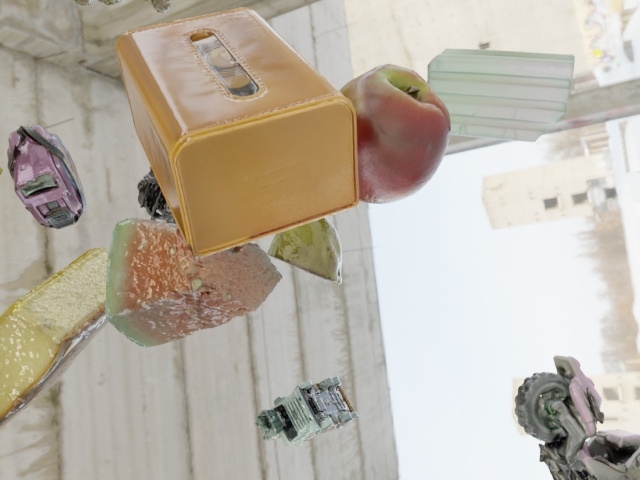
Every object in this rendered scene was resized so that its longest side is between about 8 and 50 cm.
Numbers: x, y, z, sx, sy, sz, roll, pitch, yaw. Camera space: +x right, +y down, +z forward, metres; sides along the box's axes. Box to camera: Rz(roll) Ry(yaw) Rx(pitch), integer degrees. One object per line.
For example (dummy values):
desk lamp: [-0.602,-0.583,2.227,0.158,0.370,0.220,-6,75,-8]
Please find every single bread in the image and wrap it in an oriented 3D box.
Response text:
bread: [-0.532,0.187,1.159,0.143,0.323,0.333,43,-161,-8]

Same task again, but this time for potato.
potato: [0.000,0.000,1.022,0.149,0.081,0.120,24,-95,-20]

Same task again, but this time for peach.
peach: [0.087,-0.140,0.855,0.197,0.197,0.197,29,-124,-57]

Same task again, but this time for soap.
soap: [0.371,-0.309,1.263,0.095,0.289,0.173,-52,-35,-52]

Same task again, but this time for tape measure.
tape measure: [-0.688,-0.158,1.482,0.245,0.149,0.231,87,157,-56]

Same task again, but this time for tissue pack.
tissue pack: [-0.099,-0.139,0.672,0.274,0.194,0.145,-126,26,-42]

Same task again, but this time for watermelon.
watermelon: [-0.193,0.063,0.905,0.193,0.257,0.139,67,-157,-50]

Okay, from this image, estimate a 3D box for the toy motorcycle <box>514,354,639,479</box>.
toy motorcycle: [0.432,0.311,0.903,0.188,0.143,0.327,-37,-85,-18]

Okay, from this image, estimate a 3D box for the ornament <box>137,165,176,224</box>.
ornament: [-0.477,-0.148,1.876,0.251,0.106,0.260,4,-66,-63]

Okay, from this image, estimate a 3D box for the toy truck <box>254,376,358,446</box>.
toy truck: [-0.038,0.473,1.600,0.133,0.184,0.338,59,-166,21]

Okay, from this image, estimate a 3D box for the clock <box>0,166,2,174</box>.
clock: [-0.780,-0.114,1.230,0.096,0.202,0.143,59,-178,-20]

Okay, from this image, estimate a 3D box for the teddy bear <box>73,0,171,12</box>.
teddy bear: [-0.471,-0.688,1.475,0.256,0.156,0.267,9,-88,-40]
